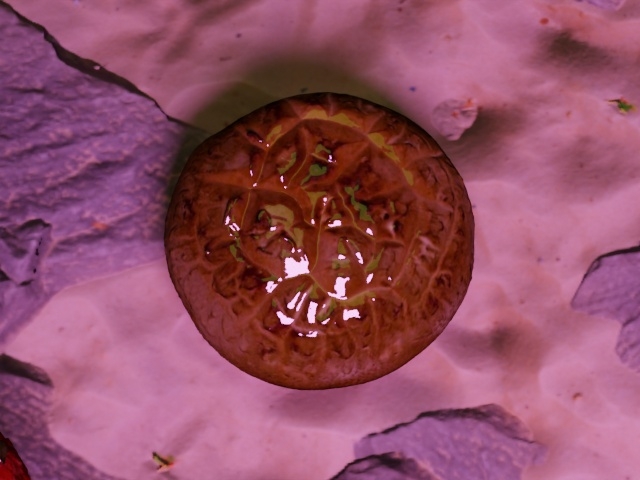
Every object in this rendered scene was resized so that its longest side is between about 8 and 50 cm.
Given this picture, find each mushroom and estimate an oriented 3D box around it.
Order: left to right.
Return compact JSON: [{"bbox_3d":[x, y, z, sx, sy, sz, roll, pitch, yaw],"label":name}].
[{"bbox_3d":[0.000,0.000,1.210,0.253,0.153,0.253,1,78,-4],"label":"mushroom"}]

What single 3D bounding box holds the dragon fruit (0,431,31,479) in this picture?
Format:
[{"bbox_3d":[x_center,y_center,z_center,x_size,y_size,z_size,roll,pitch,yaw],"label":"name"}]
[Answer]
[{"bbox_3d":[-0.342,0.204,1.060,0.299,0.244,0.244,1,67,8],"label":"dragon fruit"}]
